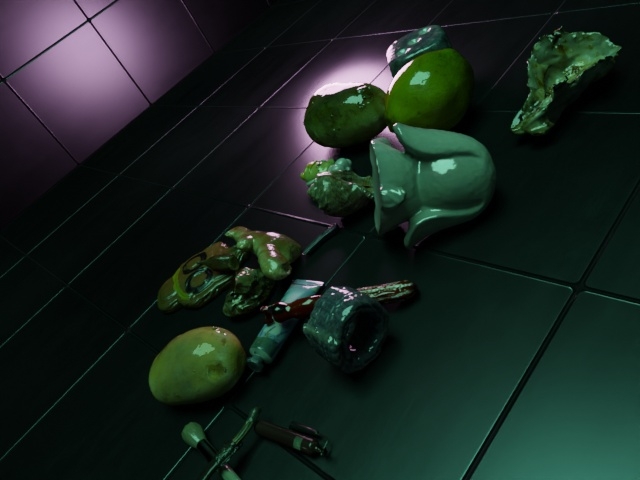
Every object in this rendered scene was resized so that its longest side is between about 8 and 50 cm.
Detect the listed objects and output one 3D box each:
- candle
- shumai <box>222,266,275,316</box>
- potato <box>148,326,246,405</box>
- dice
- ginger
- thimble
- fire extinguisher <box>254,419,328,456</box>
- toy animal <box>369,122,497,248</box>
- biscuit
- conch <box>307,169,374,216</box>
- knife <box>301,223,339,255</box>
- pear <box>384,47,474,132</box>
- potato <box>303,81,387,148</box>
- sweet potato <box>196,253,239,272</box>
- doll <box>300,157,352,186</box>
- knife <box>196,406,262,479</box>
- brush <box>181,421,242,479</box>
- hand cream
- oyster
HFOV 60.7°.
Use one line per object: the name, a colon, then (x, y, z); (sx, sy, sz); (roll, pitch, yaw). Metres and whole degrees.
candle: (0.035, 0.126, 1.119); (0.330, 0.048, 0.051); (-11, 7, 10)
shumai: (-0.180, 0.110, 1.319); (0.139, 0.105, 0.123); (-26, 22, -39)
potato: (-0.267, 0.262, 1.163); (0.234, 0.146, 0.150); (-17, 8, 21)
dice: (0.306, -0.508, 1.609); (0.183, 0.181, 0.182); (-22, 37, 18)
ginger: (-0.147, 0.015, 1.382); (0.148, 0.081, 0.334); (-23, 31, -30)
thimble: (0.049, 0.164, 1.022); (0.150, 0.150, 0.098); (-46, 41, -19)
fire extinguisher: (-0.045, 0.349, 0.975); (0.173, 0.035, 0.049); (4, 10, 40)
toy animal: (0.247, -0.121, 1.183); (0.265, 0.271, 0.206); (-3, 10, 2)
biscuit: (-0.318, 0.093, 1.478); (0.290, 0.041, 0.208); (-33, 36, 0)
conch: (0.068, -0.132, 1.382); (0.207, 0.130, 0.155); (-2, 56, 15)
knife: (0.000, 0.000, 1.370); (0.121, 0.018, 0.031); (-44, 35, -14)
pear: (0.287, -0.382, 1.451); (0.269, 0.212, 0.212); (-46, 35, 4)
potato: (0.077, -0.378, 1.635); (0.308, 0.173, 0.210); (6, 48, 45)
sweet potato: (-0.269, 0.058, 1.416); (0.117, 0.049, 0.049); (0, 45, 19)
doll: (0.019, -0.196, 1.554); (0.163, 0.062, 0.106); (4, 53, 38)
knife: (-0.174, 0.388, 0.976); (0.046, 0.021, 0.222); (8, 46, 34)
brush: (-0.177, 0.418, 0.989); (0.042, 0.039, 0.299); (-35, 37, -24)
hand cream: (-0.081, 0.177, 1.198); (0.088, 0.055, 0.256); (-1, 39, 37)
oyster: (0.573, -0.374, 1.292); (0.198, 0.133, 0.337); (14, 57, 43)
